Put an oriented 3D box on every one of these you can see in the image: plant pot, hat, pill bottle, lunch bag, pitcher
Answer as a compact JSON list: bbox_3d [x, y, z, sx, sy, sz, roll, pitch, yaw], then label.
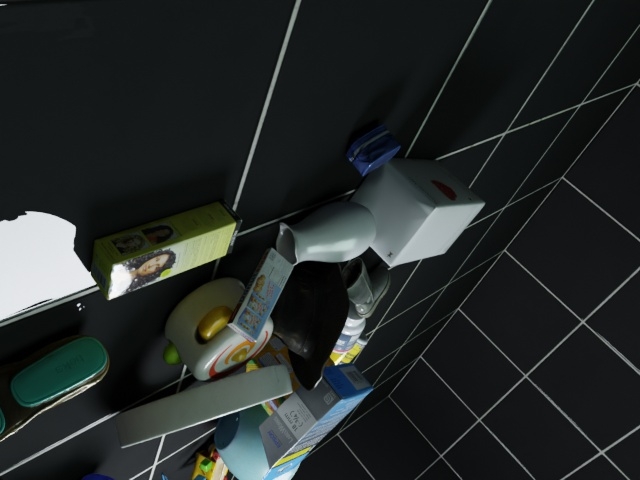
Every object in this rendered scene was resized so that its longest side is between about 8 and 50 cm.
[{"bbox_3d":[-0.205,0.596,1.839,0.195,0.290,0.290,30,109,-30],"label":"plant pot"},{"bbox_3d":[-0.060,0.158,1.342,0.134,0.331,0.331,16,128,-19],"label":"hat"},{"bbox_3d":[0.067,0.372,2.055,0.184,0.103,0.103,-50,157,15],"label":"pill bottle"},{"bbox_3d":[0.096,-0.176,1.169,0.098,0.065,0.067,-33,171,-26],"label":"lunch bag"},{"bbox_3d":[0.078,0.260,1.867,0.108,0.108,0.180,-27,152,-35],"label":"pill bottle"},{"bbox_3d":[0.000,0.000,1.275,0.207,0.125,0.178,-16,164,-29],"label":"pitcher"}]

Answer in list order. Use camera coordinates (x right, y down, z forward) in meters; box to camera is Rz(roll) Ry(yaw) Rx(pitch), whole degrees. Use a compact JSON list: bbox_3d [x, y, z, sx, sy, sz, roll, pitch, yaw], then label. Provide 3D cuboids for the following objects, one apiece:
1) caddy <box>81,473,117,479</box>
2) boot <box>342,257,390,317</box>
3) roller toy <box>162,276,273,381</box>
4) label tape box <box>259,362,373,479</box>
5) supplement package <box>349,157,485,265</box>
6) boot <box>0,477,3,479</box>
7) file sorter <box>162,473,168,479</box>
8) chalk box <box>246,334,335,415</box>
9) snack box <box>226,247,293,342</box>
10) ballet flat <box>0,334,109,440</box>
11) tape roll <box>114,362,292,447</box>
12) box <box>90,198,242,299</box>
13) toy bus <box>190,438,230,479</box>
[{"bbox_3d":[-0.529,0.714,1.401,0.241,0.341,0.179,-4,119,-56],"label":"caddy"},{"bbox_3d":[0.127,0.107,1.728,0.189,0.076,0.208,-66,145,-27],"label":"boot"},{"bbox_3d":[-0.197,0.182,1.212,0.191,0.146,0.209,-15,144,-50],"label":"roller toy"},{"bbox_3d":[-0.041,0.474,1.582,0.333,0.106,0.241,-47,158,11],"label":"label tape box"},{"bbox_3d":[0.221,-0.074,1.412,0.293,0.177,0.175,-9,140,-55],"label":"supplement package"},{"bbox_3d":[-0.642,0.476,1.037,0.115,0.112,0.305,-24,163,-15],"label":"boot"},{"bbox_3d":[-0.525,0.824,1.864,0.170,0.118,0.104,-29,151,-30],"label":"file sorter"},{"bbox_3d":[-0.095,0.396,1.727,0.179,0.180,0.289,-31,154,-27],"label":"chalk box"},{"bbox_3d":[-0.112,0.102,1.152,0.022,0.064,0.178,-15,-140,46],"label":"snack box"},{"bbox_3d":[-0.492,0.246,0.919,0.342,0.116,0.124,-27,172,-42],"label":"ballet flat"},{"bbox_3d":[-0.252,0.363,1.340,0.392,0.072,0.392,-16,167,-4],"label":"tape roll"},{"bbox_3d":[-0.238,0.010,0.952,0.232,0.058,0.087,-24,151,-40],"label":"box"},{"bbox_3d":[-0.357,0.721,1.971,0.202,0.104,0.190,-50,145,-40],"label":"toy bus"}]
